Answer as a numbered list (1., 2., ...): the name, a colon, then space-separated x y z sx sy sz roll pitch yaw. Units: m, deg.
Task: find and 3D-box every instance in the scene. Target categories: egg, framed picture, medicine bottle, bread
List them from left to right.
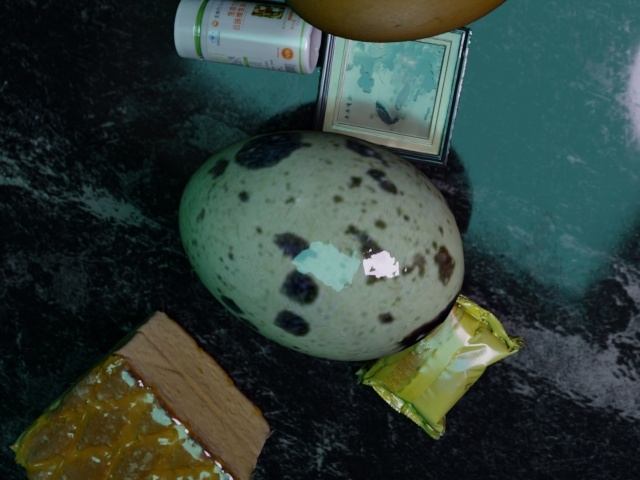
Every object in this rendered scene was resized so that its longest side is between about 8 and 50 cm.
1. bread: -0.267 0.302 1.321 0.279 0.207 0.279 45 112 -5
2. medicine bottle: -0.095 -0.276 1.164 0.183 0.086 0.086 9 109 8
3. egg: 0.000 0.000 1.124 0.379 0.287 0.288 25 111 1
4. framed picture: 0.091 -0.208 1.186 0.199 0.010 0.195 12 109 9
5. egg: 0.101 -0.371 0.987 0.351 0.282 0.283 -24 101 20

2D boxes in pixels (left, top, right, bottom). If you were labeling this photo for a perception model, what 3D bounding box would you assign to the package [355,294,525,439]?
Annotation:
1. package: 0.167 0.167 1.247 0.168 0.090 0.226 39 108 1
